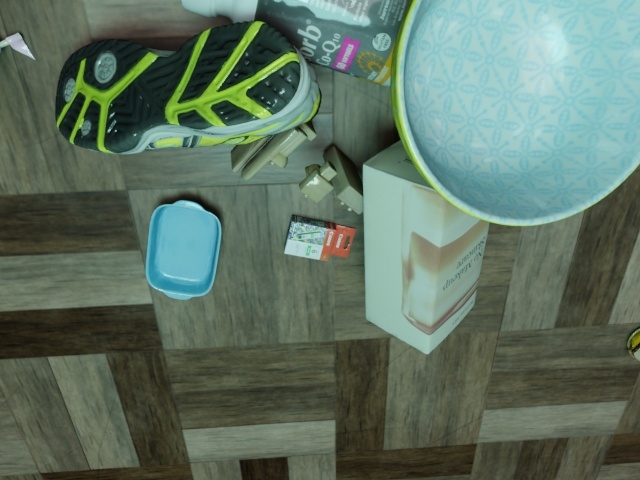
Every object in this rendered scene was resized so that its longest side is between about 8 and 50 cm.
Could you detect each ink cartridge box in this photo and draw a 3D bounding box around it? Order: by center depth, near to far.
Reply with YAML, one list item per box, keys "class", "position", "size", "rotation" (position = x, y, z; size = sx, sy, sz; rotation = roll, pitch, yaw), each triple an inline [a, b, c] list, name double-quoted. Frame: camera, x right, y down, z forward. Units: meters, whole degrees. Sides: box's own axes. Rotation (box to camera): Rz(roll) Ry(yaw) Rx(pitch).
- class: "ink cartridge box"
  position: [0.000, 0.000, 0.782]
  size: [0.115, 0.029, 0.062]
  rotation: [11, 116, -9]

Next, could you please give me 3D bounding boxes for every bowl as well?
- class: "bowl"
  position: [0.198, -0.174, 0.496]
  size: [0.290, 0.156, 0.289]
  rotation: [-2, 108, -8]

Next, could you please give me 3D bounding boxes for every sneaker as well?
- class: "sneaker"
  position: [-0.180, -0.170, 0.590]
  size: [0.385, 0.147, 0.145]
  rotation: [7, 91, 23]

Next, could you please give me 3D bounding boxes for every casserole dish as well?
- class: "casserole dish"
  position: [-0.228, 0.013, 0.770]
  size: [0.114, 0.037, 0.188]
  rotation: [11, 116, -9]

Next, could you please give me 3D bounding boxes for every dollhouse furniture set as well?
- class: "dollhouse furniture set"
  position: [-0.034, -0.095, 0.682]
  size: [0.123, 0.144, 0.151]
  rotation: [-40, 128, 21]

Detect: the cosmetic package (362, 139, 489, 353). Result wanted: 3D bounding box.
- class: "cosmetic package"
  position: [0.157, 0.004, 0.681]
  size: [0.153, 0.129, 0.296]
  rotation: [-37, 138, -32]

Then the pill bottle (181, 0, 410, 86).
- class: "pill bottle"
  position: [-0.012, -0.301, 0.549]
  size: [0.278, 0.162, 0.162]
  rotation: [13, 116, -10]

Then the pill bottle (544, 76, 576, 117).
- class: "pill bottle"
  position: [0.364, -0.246, 0.596]
  size: [0.176, 0.176, 0.318]
  rotation: [24, 114, -15]

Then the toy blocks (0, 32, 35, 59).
- class: "toy blocks"
  position: [-0.546, -0.285, 0.519]
  size: [0.260, 0.309, 0.288]
  rotation: [-40, 131, -20]

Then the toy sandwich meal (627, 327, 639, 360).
- class: "toy sandwich meal"
  position: [0.671, 0.211, 0.939]
  size: [0.086, 0.029, 0.085]
  rotation: [-2, 118, -3]
